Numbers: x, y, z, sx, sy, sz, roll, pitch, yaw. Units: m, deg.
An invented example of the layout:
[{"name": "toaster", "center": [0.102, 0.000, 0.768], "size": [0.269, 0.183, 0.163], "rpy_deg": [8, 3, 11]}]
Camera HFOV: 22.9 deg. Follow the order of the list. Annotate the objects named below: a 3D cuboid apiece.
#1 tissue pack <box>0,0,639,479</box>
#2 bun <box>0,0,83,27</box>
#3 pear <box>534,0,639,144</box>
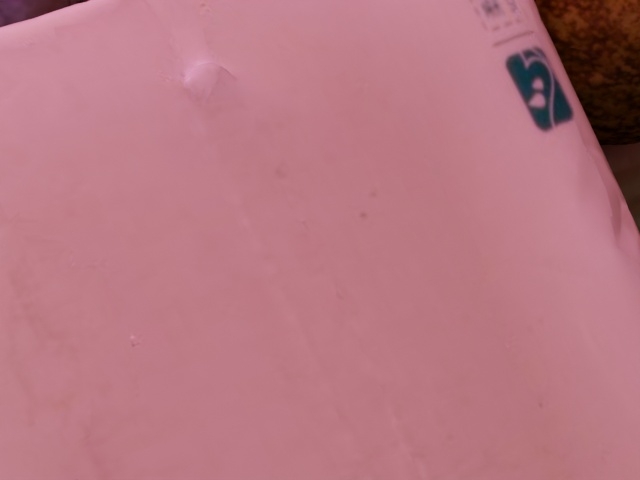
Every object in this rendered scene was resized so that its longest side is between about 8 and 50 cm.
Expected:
[{"name": "tissue pack", "center": [-0.015, 0.104, 0.552], "size": [0.297, 0.207, 0.380], "rpy_deg": [-25, 89, -25]}, {"name": "bun", "center": [-0.266, -0.149, 0.687], "size": [0.361, 0.211, 0.362], "rpy_deg": [0, 80, 1]}, {"name": "pear", "center": [0.127, -0.130, 0.650], "size": [0.197, 0.197, 0.197], "rpy_deg": [-1, 80, 8]}]
